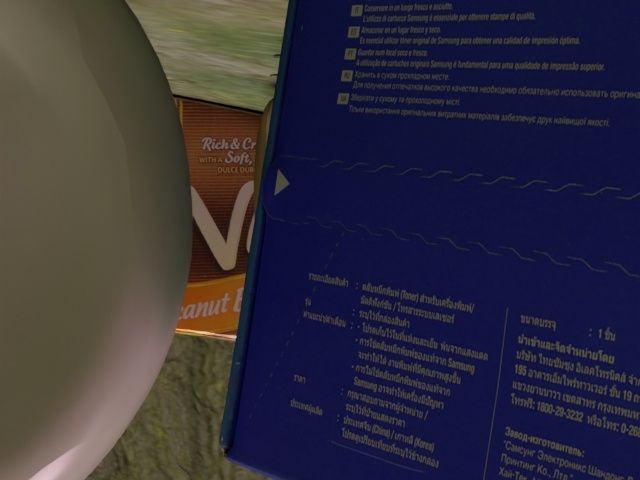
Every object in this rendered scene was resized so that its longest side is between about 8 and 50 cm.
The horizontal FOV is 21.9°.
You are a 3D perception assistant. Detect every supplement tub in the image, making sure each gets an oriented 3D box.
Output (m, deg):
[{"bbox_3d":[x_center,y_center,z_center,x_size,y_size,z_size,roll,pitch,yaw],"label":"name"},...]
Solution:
[{"bbox_3d":[-0.176,-0.011,0.609,0.228,0.228,0.316,10,180,-11],"label":"supplement tub"}]

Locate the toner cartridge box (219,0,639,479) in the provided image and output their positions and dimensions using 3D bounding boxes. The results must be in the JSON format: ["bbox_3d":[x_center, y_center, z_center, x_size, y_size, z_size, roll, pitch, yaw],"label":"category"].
[{"bbox_3d":[0.109,0.004,0.360,0.075,0.165,0.348,10,180,-36],"label":"toner cartridge box"}]

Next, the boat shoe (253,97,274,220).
[{"bbox_3d":[0.017,-0.044,1.139,0.092,0.103,0.285,4,-177,9],"label":"boat shoe"}]

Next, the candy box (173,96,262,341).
[{"bbox_3d":[0.000,0.000,1.358,0.316,0.183,0.087,10,179,-19],"label":"candy box"}]

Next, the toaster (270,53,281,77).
[{"bbox_3d":[0.078,-0.008,0.813,0.227,0.146,0.129,10,179,-6],"label":"toaster"}]
